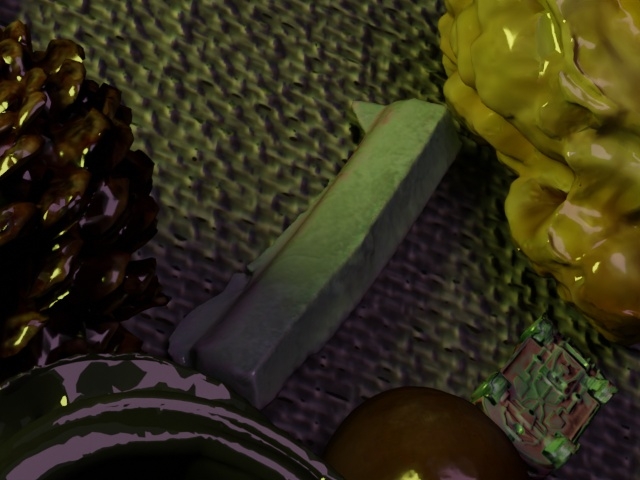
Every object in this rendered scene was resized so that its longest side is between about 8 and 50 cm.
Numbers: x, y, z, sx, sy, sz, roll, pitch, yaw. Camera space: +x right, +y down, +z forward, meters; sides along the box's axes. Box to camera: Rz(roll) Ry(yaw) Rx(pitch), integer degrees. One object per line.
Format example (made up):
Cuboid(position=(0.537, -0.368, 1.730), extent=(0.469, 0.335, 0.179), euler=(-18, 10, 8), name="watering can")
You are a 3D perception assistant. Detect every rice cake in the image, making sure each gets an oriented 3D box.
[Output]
Cuboid(position=(0.002, 0.002, 1.155), extent=(0.081, 0.051, 0.290), euler=(14, 43, 22), name="rice cake")

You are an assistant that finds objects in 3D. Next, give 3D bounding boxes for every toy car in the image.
Cuboid(position=(0.132, 0.101, 1.155), extent=(0.069, 0.055, 0.142), euler=(45, 34, 3), name="toy car")

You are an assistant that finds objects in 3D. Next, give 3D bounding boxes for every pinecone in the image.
Cuboid(position=(-0.175, 0.006, 0.941), extent=(0.221, 0.221, 0.221), euler=(15, 53, -21), name="pinecone")

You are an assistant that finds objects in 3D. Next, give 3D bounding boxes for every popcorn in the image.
Cuboid(position=(0.210, -0.096, 1.241), extent=(0.265, 0.225, 0.332), euler=(1, 80, -17), name="popcorn")

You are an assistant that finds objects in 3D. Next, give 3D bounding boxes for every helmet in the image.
Cuboid(position=(-0.080, 0.203, 0.885), extent=(0.230, 0.160, 0.279), euler=(-27, 72, -27), name="helmet")

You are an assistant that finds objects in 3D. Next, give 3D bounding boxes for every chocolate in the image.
Cuboid(position=(0.053, 0.142, 1.061), extent=(0.124, 0.127, 0.133), euler=(30, 26, -51), name="chocolate")
